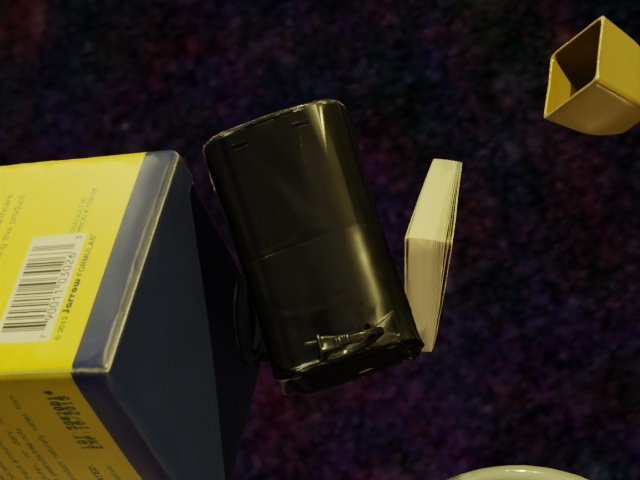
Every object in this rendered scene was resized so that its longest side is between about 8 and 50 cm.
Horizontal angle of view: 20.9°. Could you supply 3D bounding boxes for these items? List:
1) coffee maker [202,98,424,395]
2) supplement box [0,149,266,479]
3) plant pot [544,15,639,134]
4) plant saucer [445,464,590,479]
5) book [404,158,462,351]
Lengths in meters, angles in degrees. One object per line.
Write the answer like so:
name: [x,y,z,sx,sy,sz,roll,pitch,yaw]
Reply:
coffee maker: [0.000,0.000,1.163,0.171,0.120,0.178,131,123,-68]
supplement box: [-0.246,0.081,1.249,0.356,0.195,0.194,-4,138,21]
plant pot: [0.273,-0.147,1.652,0.083,0.081,0.081,27,144,-20]
plant saucer: [0.236,0.464,2.020,0.400,0.100,0.401,3,105,13]
book: [0.086,0.010,1.341,0.035,0.144,0.096,7,118,6]
